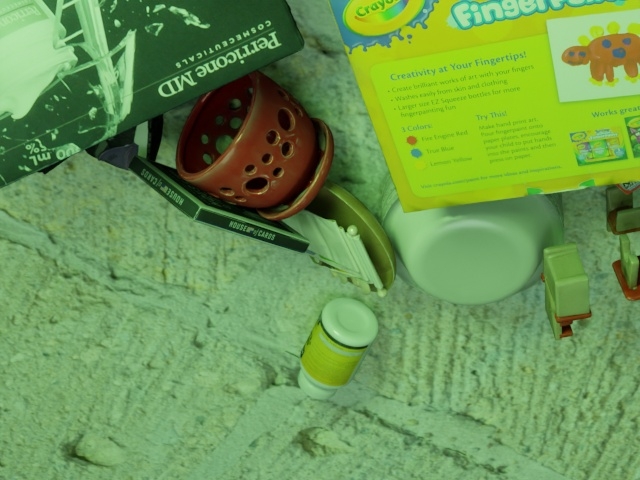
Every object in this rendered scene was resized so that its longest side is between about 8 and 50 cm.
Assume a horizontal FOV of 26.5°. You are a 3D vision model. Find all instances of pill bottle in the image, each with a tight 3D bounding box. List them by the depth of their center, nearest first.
[{"bbox_3d":[0.024,0.190,2.335,0.103,0.103,0.184,17,133,-10],"label":"pill bottle"}]

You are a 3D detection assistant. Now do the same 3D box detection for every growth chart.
[{"bbox_3d":[0.000,0.000,2.121,0.237,0.021,0.172,27,152,37],"label":"growth chart"}]

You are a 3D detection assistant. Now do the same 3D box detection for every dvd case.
[{"bbox_3d":[-0.149,-0.052,2.023,0.239,0.179,0.029,19,103,-48],"label":"dvd case"}]

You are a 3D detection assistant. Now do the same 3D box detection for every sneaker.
[{"bbox_3d":[-0.294,-0.211,1.984,0.124,0.107,0.283,14,134,0],"label":"sneaker"}]

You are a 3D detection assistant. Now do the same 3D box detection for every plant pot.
[{"bbox_3d":[-0.090,-0.135,1.981,0.174,0.191,0.191,30,130,-33],"label":"plant pot"},{"bbox_3d":[0.032,-0.017,2.105,0.236,0.032,0.236,38,156,20],"label":"plant pot"}]

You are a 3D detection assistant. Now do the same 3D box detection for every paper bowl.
[{"bbox_3d":[0.232,-0.012,2.090,0.284,0.148,0.284,3,133,3],"label":"paper bowl"}]

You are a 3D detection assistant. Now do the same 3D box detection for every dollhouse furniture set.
[{"bbox_3d":[0.466,0.056,2.028,0.259,0.262,0.135,-11,135,1],"label":"dollhouse furniture set"}]

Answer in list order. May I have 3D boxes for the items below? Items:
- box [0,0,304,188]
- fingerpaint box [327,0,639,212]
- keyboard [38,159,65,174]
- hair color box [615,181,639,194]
[{"bbox_3d":[-0.341,-0.375,1.596,0.480,0.297,0.471,-25,130,1],"label":"box"},{"bbox_3d":[0.277,-0.252,1.749,0.445,0.163,0.371,-8,126,21],"label":"fingerpaint box"},{"bbox_3d":[-0.370,-0.239,1.953,0.317,0.033,0.201,-30,97,38],"label":"keyboard"},{"bbox_3d":[0.408,-0.153,1.971,0.167,0.093,0.053,36,127,-27],"label":"hair color box"}]
